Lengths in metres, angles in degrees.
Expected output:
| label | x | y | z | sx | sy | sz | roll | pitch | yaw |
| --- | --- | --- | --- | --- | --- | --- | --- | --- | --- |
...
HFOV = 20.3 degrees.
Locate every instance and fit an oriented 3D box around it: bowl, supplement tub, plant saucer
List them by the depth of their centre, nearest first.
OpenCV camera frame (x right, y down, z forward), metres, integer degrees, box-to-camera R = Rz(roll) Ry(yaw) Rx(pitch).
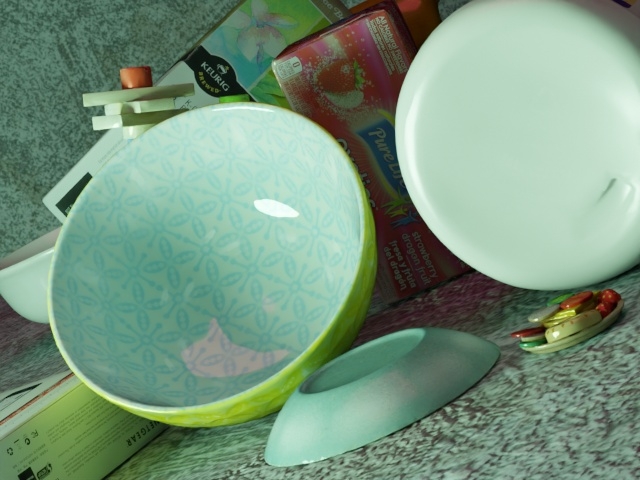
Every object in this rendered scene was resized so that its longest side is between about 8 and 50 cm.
| label | x | y | z | sx | sy | sz | roll | pitch | yaw |
| --- | --- | --- | --- | --- | --- | --- | --- | --- | --- |
| plant saucer | 0.038 | 0.105 | 1.329 | 0.195 | 0.037 | 0.195 | -26 | 8 | 4 |
| supplement tub | 0.221 | -0.119 | 1.480 | 0.241 | 0.241 | 0.331 | -21 | 8 | 27 |
| bowl | -0.069 | 0.044 | 1.517 | 0.289 | 0.289 | 0.156 | -24 | -35 | 10 |
| bowl | -0.310 | 0.039 | 2.482 | 0.298 | 0.134 | 0.298 | -25 | 9 | 4 |

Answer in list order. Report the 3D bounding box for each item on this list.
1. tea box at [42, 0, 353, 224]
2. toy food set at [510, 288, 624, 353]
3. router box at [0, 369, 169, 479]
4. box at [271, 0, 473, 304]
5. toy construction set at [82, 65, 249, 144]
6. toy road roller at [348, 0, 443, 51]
| label | x | y | z | sx | sy | sz | roll | pitch | yaw |
| --- | --- | --- | --- | --- | --- | --- | --- | --- | --- |
| tea box | -0.118 | -0.126 | 2.208 | 0.323 | 0.220 | 0.329 | -50 | 9 | -35 |
| toy food set | 0.176 | 0.057 | 1.272 | 0.082 | 0.020 | 0.083 | -17 | 12 | 48 |
| router box | -0.341 | 0.227 | 1.541 | 0.301 | 0.082 | 0.335 | -20 | 10 | 35 |
| box | 0.065 | -0.086 | 1.684 | 0.122 | 0.257 | 0.128 | -24 | 9 | 11 |
| toy construction set | -0.111 | -0.014 | 1.680 | 0.215 | 0.328 | 0.151 | -5 | 19 | 11 |
| toy road roller | 0.118 | -0.217 | 2.432 | 0.202 | 0.241 | 0.329 | -23 | 8 | 18 |
